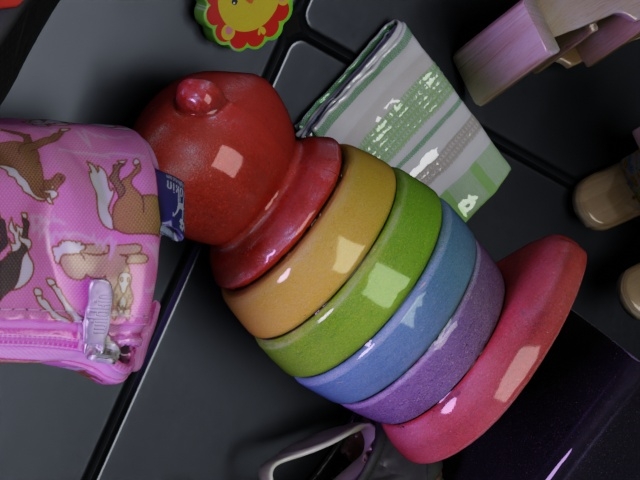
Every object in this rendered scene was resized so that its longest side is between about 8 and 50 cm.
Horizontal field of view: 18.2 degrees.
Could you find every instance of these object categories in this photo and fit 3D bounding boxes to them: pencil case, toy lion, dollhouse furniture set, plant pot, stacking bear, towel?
[{"bbox_3d":[-0.273,0.001,1.113,0.386,0.167,0.160,4,88,-31],"label":"pencil case"},{"bbox_3d":[-0.044,-0.177,1.302,0.100,0.034,0.096,-40,124,-19],"label":"toy lion"},{"bbox_3d":[0.229,-0.066,1.387,0.161,0.212,0.242,-23,84,-27],"label":"dollhouse furniture set"},{"bbox_3d":[0.184,0.159,1.422,0.188,0.187,0.167,39,90,-31],"label":"plant pot"},{"bbox_3d":[0.000,0.000,1.287,0.289,0.175,0.164,39,52,-18],"label":"stacking bear"},{"bbox_3d":[0.062,-0.063,1.390,0.113,0.023,0.152,-48,119,-13],"label":"towel"}]

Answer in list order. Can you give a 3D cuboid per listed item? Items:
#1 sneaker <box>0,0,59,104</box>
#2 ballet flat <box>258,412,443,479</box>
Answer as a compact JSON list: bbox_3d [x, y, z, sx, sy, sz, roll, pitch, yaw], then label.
[{"bbox_3d":[-0.207,-0.189,1.160,0.145,0.090,0.270,23,53,5],"label":"sneaker"},{"bbox_3d":[-0.034,0.205,1.351,0.280,0.095,0.096,-41,108,-30],"label":"ballet flat"}]
